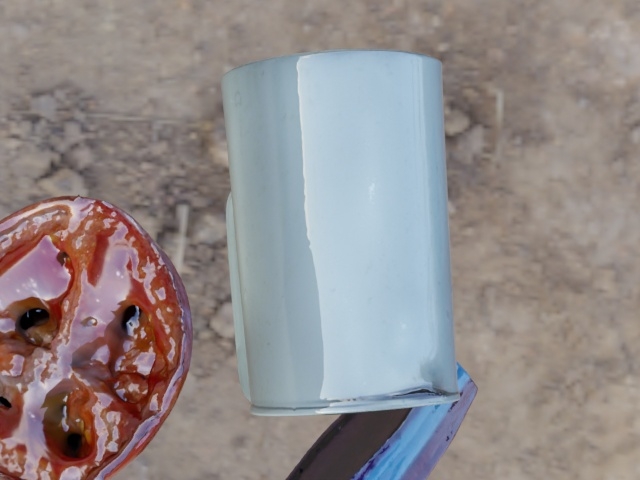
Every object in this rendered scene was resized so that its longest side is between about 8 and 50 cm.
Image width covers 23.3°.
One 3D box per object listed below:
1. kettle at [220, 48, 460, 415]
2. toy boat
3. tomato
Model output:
[{"bbox_3d":[-0.004,0.000,1.427,0.205,0.265,0.318,0,84,-65],"label":"kettle"},{"bbox_3d":[0.024,0.257,1.649,0.392,0.136,0.079,-45,138,-31],"label":"toy boat"},{"bbox_3d":[-0.199,0.086,1.192,0.101,0.228,0.228,50,56,-71],"label":"tomato"}]
